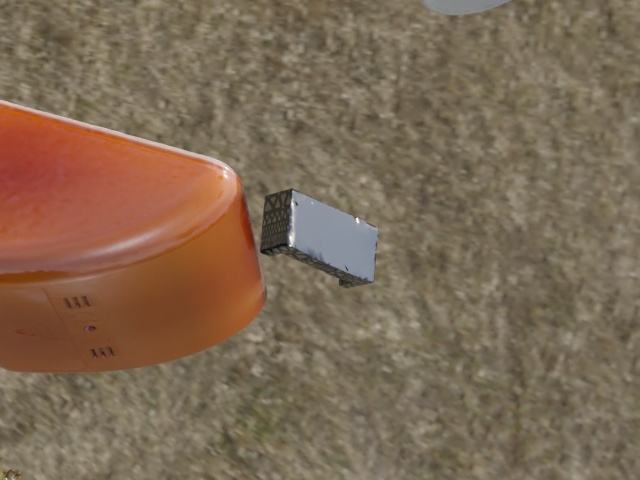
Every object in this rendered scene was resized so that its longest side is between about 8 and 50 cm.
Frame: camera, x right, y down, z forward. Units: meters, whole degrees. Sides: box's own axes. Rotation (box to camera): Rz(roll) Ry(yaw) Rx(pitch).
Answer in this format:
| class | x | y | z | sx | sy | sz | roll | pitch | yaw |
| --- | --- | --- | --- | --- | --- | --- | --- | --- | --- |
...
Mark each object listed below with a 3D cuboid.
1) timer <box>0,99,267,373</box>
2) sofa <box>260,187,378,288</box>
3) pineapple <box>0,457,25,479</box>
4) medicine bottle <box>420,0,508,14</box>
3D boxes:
| class | x | y | z | sx | sy | sz | roll | pitch | yaw |
| --- | --- | --- | --- | --- | --- | --- | --- | --- | --- |
| timer | -0.179 | 0.006 | 1.243 | 0.250 | 0.257 | 0.161 | 2 | 63 | 5 |
| sofa | 0.000 | 0.000 | 1.338 | 0.118 | 0.039 | 0.060 | 23 | 62 | -41 |
| pineapple | -0.273 | 0.233 | 1.096 | 0.166 | 0.166 | 0.193 | 6 | 120 | -34 |
| medicine bottle | 0.158 | -0.452 | 1.785 | 0.241 | 0.241 | 0.302 | -5 | 63 | -32 |
